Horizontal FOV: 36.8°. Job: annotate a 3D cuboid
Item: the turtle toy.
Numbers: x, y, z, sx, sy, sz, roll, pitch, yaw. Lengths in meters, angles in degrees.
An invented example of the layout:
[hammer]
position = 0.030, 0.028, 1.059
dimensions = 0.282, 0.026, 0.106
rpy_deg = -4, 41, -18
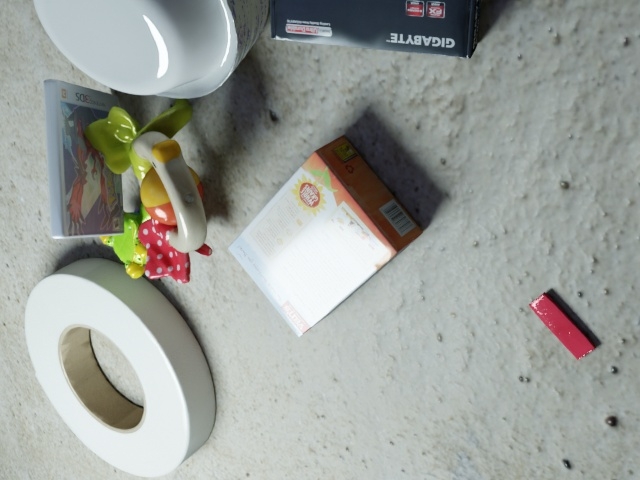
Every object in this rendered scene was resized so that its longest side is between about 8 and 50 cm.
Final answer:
[turtle toy]
position = -0.266, -0.013, 1.422
dimensions = 0.095, 0.066, 0.130
rpy_deg = 49, 134, 15

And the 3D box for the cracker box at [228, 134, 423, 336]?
[cracker box]
position = 0.000, 0.000, 1.213
dimensions = 0.156, 0.067, 0.232
rpy_deg = 51, 134, 5

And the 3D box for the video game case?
[video game case]
position = -0.314, -0.105, 1.297
dimensions = 0.023, 0.183, 0.202
rpy_deg = -2, 92, 13

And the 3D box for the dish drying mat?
[dish drying mat]
position = 0.272, 0.096, 1.086
dimensions = 0.083, 0.008, 0.032
rpy_deg = 48, 135, 6

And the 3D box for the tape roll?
[tape roll]
position = -0.343, 0.216, 1.613
dimensions = 0.391, 0.072, 0.392
rpy_deg = 19, 125, 30

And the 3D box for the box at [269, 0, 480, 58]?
[box]
position = 0.056, -0.285, 0.980
dimensions = 0.220, 0.051, 0.175
rpy_deg = 10, 121, 17

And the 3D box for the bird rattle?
[bird rattle]
position = -0.210, -0.056, 1.264
dimensions = 0.207, 0.143, 0.254
rpy_deg = -159, 57, -65

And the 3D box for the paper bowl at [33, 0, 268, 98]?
[paper bowl]
position = -0.213, -0.283, 1.110
dimensions = 0.284, 0.148, 0.284
rpy_deg = 20, 144, 15
